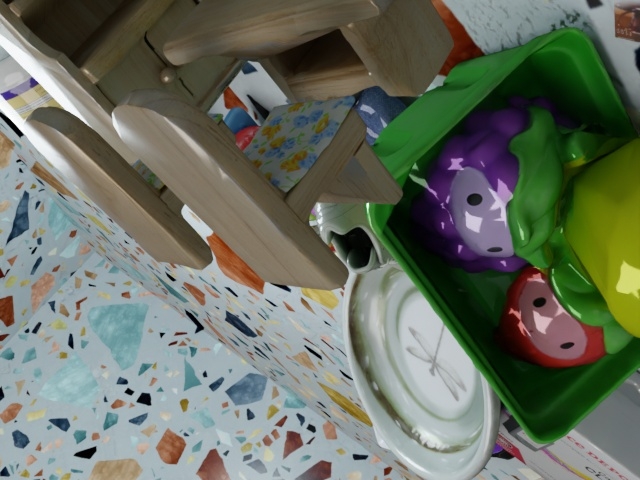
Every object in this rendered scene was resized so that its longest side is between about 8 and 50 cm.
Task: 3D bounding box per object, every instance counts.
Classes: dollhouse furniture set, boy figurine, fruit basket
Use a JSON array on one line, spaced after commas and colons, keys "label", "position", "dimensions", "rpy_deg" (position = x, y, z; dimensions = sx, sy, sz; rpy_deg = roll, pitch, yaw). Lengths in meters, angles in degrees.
[{"label": "dollhouse furniture set", "position": [-0.089, -0.198, 0.551], "dimensions": [0.394, 0.362, 0.256], "rpy_deg": [4, 144, 50]}, {"label": "boy figurine", "position": [0.124, -0.078, 0.923], "dimensions": [0.285, 0.092, 0.177], "rpy_deg": [46, 161, -4]}, {"label": "fruit basket", "position": [0.240, 0.011, 0.688], "dimensions": [0.392, 0.283, 0.392], "rpy_deg": [49, 177, 4]}]

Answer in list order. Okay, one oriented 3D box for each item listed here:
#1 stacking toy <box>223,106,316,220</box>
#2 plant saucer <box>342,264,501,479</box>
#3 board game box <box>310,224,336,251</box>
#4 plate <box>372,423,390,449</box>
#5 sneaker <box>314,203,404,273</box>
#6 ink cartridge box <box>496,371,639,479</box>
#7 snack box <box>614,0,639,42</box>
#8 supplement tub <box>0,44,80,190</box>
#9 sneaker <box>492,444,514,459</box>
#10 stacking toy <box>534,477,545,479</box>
[{"label": "stacking toy", "position": [-0.015, -0.087, 1.124], "dimensions": [0.302, 0.165, 0.175], "rpy_deg": [6, 154, 34]}, {"label": "plant saucer", "position": [0.179, 0.192, 1.265], "dimensions": [0.400, 0.101, 0.400], "rpy_deg": [35, 132, 51]}, {"label": "board game box", "position": [0.000, 0.000, 1.202], "dimensions": [0.147, 0.194, 0.045], "rpy_deg": [166, 95, -68]}, {"label": "plate", "position": [0.167, 0.325, 1.663], "dimensions": [0.277, 0.045, 0.277], "rpy_deg": [-17, 86, 67]}, {"label": "sneaker", "position": [0.073, 0.007, 1.038], "dimensions": [0.099, 0.121, 0.262], "rpy_deg": [-24, 140, 33]}, {"label": "ink cartridge box", "position": [0.390, 0.281, 1.175], "dimensions": [0.226, 0.131, 0.306], "rpy_deg": [37, 162, 10]}, {"label": "snack box", "position": [0.292, -0.155, 0.534], "dimensions": [0.178, 0.022, 0.064], "rpy_deg": [26, 156, 36]}, {"label": "supplement tub", "position": [-0.377, -0.225, 1.304], "dimensions": [0.241, 0.241, 0.331], "rpy_deg": [17, 150, 50]}, {"label": "sneaker", "position": [0.312, 0.413, 1.662], "dimensions": [0.146, 0.102, 0.293], "rpy_deg": [46, 160, -21]}, {"label": "stacking toy", "position": [0.542, 0.514, 1.262], "dimensions": [0.351, 0.350, 0.480], "rpy_deg": [38, 145, 5]}]
